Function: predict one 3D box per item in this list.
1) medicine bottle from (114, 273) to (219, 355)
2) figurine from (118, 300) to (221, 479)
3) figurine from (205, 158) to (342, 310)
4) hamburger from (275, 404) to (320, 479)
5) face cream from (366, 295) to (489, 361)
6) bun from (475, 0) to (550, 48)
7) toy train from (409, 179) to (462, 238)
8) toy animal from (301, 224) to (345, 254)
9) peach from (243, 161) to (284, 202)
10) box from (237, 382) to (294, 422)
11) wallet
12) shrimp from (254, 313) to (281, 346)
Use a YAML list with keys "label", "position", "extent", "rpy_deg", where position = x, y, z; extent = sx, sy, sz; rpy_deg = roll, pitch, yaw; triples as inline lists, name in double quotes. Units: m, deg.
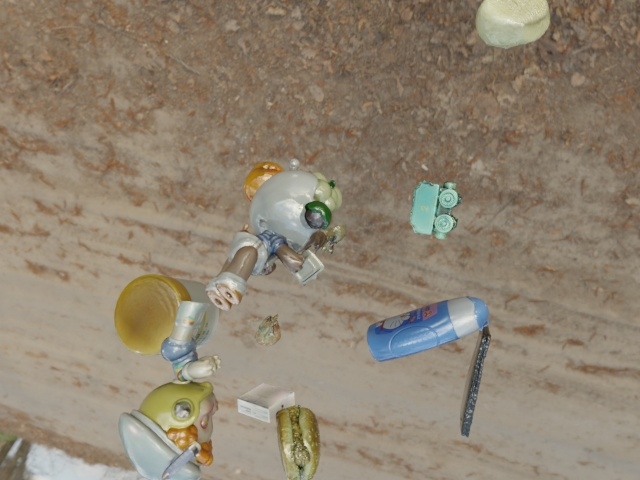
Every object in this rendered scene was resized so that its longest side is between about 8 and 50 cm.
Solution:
- label: "medicine bottle"
  position: [-0.469, 0.232, 1.553]
  extent: [0.238, 0.237, 0.232]
  rpy_deg: [-1, 170, 19]
- label: "figurine"
  position: [-0.317, 0.323, 1.094]
  extent: [0.205, 0.381, 0.224]
  rpy_deg: [7, 156, -7]
- label: "figurine"
  position: [-0.043, -0.004, 0.539]
  extent: [0.093, 0.197, 0.147]
  rpy_deg: [37, 145, -20]
- label: "hamburger"
  position: [-0.059, 0.580, 1.417]
  extent: [0.122, 0.215, 0.189]
  rpy_deg: [-4, 103, -7]
- label: "face cream"
  position: [0.235, 0.189, 1.089]
  extent: [0.264, 0.149, 0.083]
  rpy_deg: [-22, 99, 19]
- label: "bun"
  position: [0.477, -0.548, 1.250]
  extent: [0.164, 0.188, 0.111]
  rpy_deg: [45, 157, 24]
- label: "toy train"
  position: [0.403, -0.110, 1.755]
  extent: [0.163, 0.112, 0.203]
  rpy_deg: [11, 97, 21]
- label: "toy animal"
  position: [0.000, 0.000, 1.823]
  extent: [0.094, 0.186, 0.214]
  rpy_deg: [29, 173, 34]
- label: "peach"
  position: [-0.157, -0.167, 1.471]
  extent: [0.138, 0.138, 0.138]
  rpy_deg: [9, 136, 9]
- label: "box"
  position: [-0.172, 0.514, 1.593]
  extent: [0.130, 0.129, 0.051]
  rpy_deg: [6, 102, 33]
- label: "wallet"
  position: [0.355, 0.318, 1.160]
  extent: [0.025, 0.124, 0.244]
  rpy_deg: [11, 98, 14]
- label: "shrimp"
  position: [-0.225, 0.404, 2.254]
  extent: [0.115, 0.051, 0.217]
  rpy_deg: [11, 126, -21]
